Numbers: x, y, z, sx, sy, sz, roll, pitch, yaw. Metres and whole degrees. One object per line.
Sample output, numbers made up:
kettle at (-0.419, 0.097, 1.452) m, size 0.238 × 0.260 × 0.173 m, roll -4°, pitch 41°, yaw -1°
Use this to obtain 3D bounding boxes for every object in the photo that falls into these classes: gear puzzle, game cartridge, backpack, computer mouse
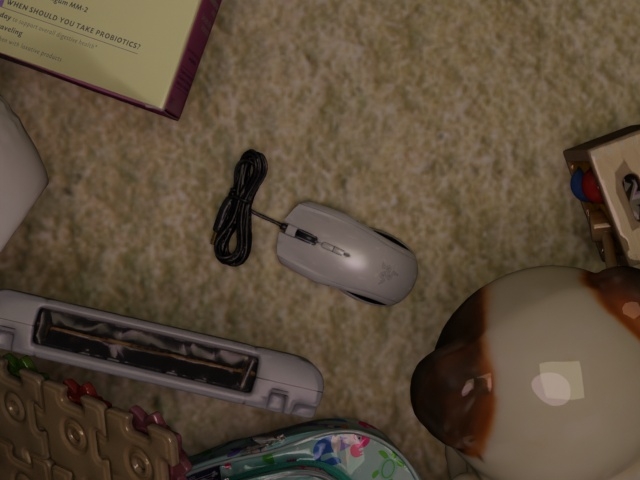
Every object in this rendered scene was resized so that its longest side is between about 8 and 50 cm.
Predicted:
gear puzzle at (-0.219, 0.181, 1.648) m, size 0.044 × 0.339 × 0.175 m, roll -26°, pitch 122°, yaw -41°
game cartridge at (-0.146, 0.094, 1.668) m, size 0.297 × 0.198 × 0.062 m, roll 13°, pitch 91°, yaw -2°
backpack at (-0.019, 0.273, 1.697) m, size 0.254 × 0.191 × 0.225 m, roll -17°, pitch 92°, yaw -8°
computer mouse at (0.000, 0.000, 1.755) m, size 0.193 × 0.042 × 0.106 m, roll 22°, pitch 89°, yaw -5°

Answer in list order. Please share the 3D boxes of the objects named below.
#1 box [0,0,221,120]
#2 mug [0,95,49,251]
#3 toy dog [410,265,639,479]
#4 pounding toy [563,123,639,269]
box at (-0.188, -0.254, 1.685) m, size 0.214 × 0.117 × 0.243 m, roll 19°, pitch 91°, yaw 3°
mug at (-0.394, -0.075, 1.539) m, size 0.328 × 0.374 × 0.276 m, roll 34°, pitch 83°, yaw -8°
toy dog at (0.218, 0.218, 1.616) m, size 0.285 × 0.395 × 0.408 m, roll -22°, pitch 102°, yaw 5°
pounding toy at (0.271, -0.022, 1.732) m, size 0.100 × 0.130 × 0.141 m, roll -20°, pitch 93°, yaw -3°
